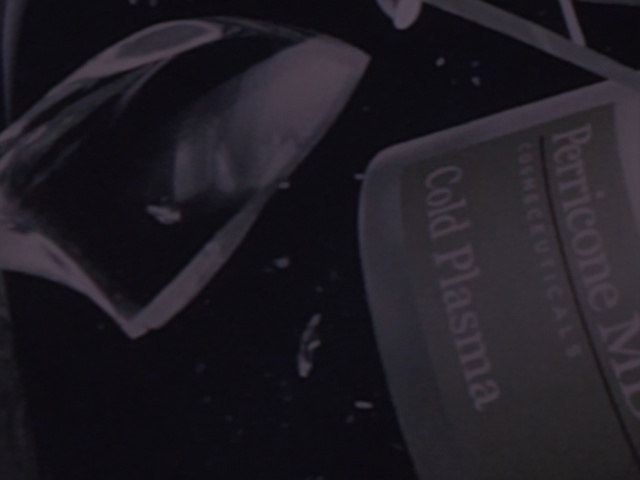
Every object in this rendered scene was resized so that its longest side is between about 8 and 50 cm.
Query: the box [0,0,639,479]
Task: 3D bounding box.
[{"bbox_3d":[0.000,0.000,0.577,0.472,0.479,0.297,-8,-17,-15],"label":"box"}]
